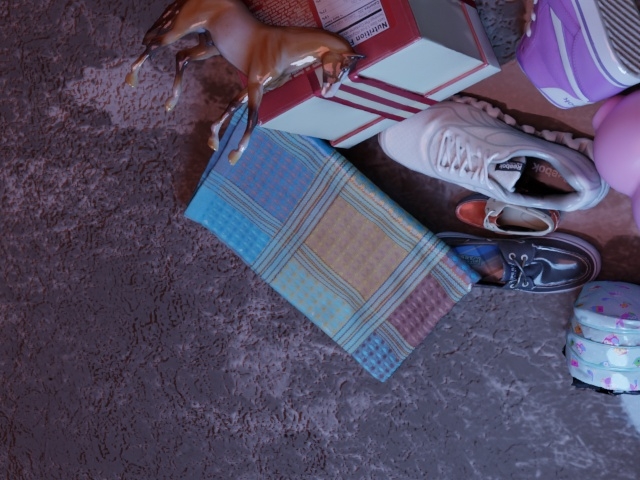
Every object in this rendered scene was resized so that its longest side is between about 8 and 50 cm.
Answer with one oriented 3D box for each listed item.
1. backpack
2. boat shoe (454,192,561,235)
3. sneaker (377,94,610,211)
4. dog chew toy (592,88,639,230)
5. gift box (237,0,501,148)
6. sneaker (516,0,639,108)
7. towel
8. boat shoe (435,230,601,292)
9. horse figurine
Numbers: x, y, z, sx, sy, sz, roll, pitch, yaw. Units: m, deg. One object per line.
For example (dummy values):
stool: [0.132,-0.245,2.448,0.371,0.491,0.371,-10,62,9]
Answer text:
backpack: [0.351,0.112,1.482,0.152,0.182,0.115,0,106,22]
boat shoe: [0.230,-0.030,1.561,0.137,0.043,0.049,9,113,24]
sneaker: [0.203,-0.102,1.513,0.292,0.118,0.110,15,112,18]
dog chew toy: [0.446,-0.047,1.397,0.332,0.207,0.206,40,115,14]
gift box: [0.045,-0.280,1.449,0.255,0.258,0.276,-20,78,27]
sneaker: [0.269,-0.290,1.442,0.161,0.102,0.282,-23,75,55]
towel: [0.000,0.000,1.610,0.370,0.040,0.271,41,139,5]
boat shoe: [0.231,0.029,1.561,0.229,0.076,0.080,8,108,19]
horse figurine: [-0.100,-0.196,1.338,0.263,0.066,0.174,38,94,31]
